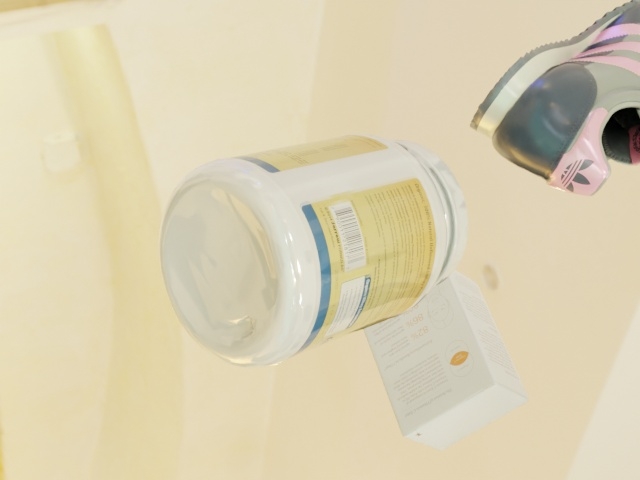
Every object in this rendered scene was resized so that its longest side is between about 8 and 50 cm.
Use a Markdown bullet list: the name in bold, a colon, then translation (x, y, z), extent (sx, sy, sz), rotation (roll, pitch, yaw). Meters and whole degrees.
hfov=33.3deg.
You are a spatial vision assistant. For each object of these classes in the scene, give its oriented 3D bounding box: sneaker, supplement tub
- **sneaker**: translation (0.272, -0.129, 0.977), extent (0.131, 0.319, 0.112), rotation (45, -40, 17)
- **supplement tub**: translation (0.000, 0.000, 0.774), extent (0.144, 0.200, 0.144), rotation (14, -69, 41)

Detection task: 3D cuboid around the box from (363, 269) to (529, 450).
- **box**: translation (0.142, 0.137, 1.253), extent (0.130, 0.091, 0.170), rotation (-34, -126, 21)
